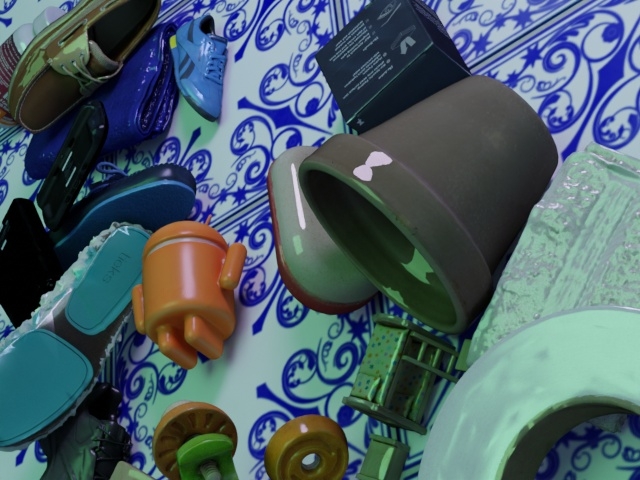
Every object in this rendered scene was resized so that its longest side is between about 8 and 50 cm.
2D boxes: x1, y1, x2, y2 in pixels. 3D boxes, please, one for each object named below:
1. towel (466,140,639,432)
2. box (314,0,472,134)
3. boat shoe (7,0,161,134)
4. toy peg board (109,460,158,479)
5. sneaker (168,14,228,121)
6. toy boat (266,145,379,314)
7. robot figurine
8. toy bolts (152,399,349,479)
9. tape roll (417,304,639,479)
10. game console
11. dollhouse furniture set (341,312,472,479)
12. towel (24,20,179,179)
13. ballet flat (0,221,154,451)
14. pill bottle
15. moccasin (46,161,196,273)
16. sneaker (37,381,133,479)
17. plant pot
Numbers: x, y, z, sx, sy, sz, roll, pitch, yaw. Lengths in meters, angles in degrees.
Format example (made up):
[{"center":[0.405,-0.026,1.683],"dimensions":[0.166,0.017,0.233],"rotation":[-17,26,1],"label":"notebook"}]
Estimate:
[{"center":[0.290,0.043,1.454],"dimensions":[0.187,0.049,0.282],"rotation":[24,85,32],"label":"towel"},{"center":[0.094,-0.230,1.822],"dimensions":[0.156,0.093,0.158],"rotation":[-42,42,19],"label":"box"},{"center":[-0.378,-0.306,2.230],"dimensions":[0.324,0.122,0.120],"rotation":[-51,39,4],"label":"boat shoe"},{"center":[-0.217,0.395,1.787],"dimensions":[0.161,0.079,0.161],"rotation":[22,84,34],"label":"toy peg board"},{"center":[-0.179,-0.274,2.147],"dimensions":[0.082,0.069,0.209],"rotation":[-35,45,20],"label":"sneaker"},{"center":[0.000,0.000,1.768],"dimensions":[0.151,0.151,0.231],"rotation":[117,153,-46],"label":"toy boat"},{"center":[-0.180,0.065,1.897],"dimensions":[0.158,0.128,0.219],"rotation":[122,149,-47],"label":"robot figurine"},{"center":[-0.083,0.283,1.645],"dimensions":[0.158,0.218,0.228],"rotation":[-131,31,-62],"label":"toy bolts"},{"center":[0.270,0.256,1.312],"dimensions":[0.392,0.072,0.392],"rotation":[-13,67,33],"label":"tape roll"},{"center":[-0.398,-0.039,2.073],"dimensions":[0.361,0.044,0.213],"rotation":[-59,40,24],"label":"game console"},{"center":[0.110,0.189,1.543],"dimensions":[0.161,0.101,0.182],"rotation":[6,72,47],"label":"dollhouse furniture set"},{"center":[-0.354,-0.221,2.296],"dimensions":[0.308,0.076,0.227],"rotation":[-15,49,40],"label":"towel"},{"center":[-0.363,0.149,1.978],"dimensions":[0.147,0.147,0.409],"rotation":[4,47,47],"label":"ballet flat"},{"center":[-0.526,-0.311,2.481],"dimensions":[0.221,0.121,0.121],"rotation":[-39,44,23],"label":"pill bottle"},{"center":[-0.325,-0.051,2.108],"dimensions":[0.342,0.138,0.117],"rotation":[-24,47,33],"label":"moccasin"},{"center":[-0.321,0.315,1.909],"dimensions":[0.130,0.109,0.286],"rotation":[-31,49,21],"label":"sneaker"},{"center":[0.145,-0.061,1.572],"dimensions":[0.229,0.263,0.263],"rotation":[-42,38,-13],"label":"plant pot"}]
